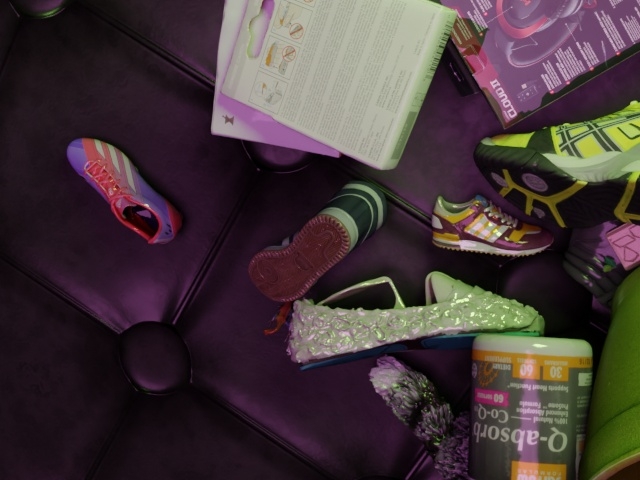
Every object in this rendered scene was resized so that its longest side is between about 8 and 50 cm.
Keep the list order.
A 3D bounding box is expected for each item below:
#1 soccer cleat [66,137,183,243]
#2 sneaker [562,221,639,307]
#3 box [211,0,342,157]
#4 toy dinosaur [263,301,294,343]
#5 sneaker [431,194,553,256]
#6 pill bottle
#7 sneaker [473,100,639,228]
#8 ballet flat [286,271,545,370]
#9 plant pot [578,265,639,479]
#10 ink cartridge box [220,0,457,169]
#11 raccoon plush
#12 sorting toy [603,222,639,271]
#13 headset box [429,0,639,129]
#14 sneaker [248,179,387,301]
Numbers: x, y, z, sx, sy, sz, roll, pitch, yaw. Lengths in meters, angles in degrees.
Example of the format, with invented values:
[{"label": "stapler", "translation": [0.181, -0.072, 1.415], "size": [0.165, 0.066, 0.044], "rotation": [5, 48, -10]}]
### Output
[{"label": "soccer cleat", "translation": [-0.343, -0.087, 1.283], "size": [0.248, 0.095, 0.083], "rotation": [42, 110, 1]}, {"label": "sneaker", "translation": [0.494, 0.051, 1.101], "size": [0.296, 0.104, 0.146], "rotation": [28, 110, 13]}, {"label": "box", "translation": [0.001, -0.250, 1.022], "size": [0.168, 0.345, 0.215], "rotation": [12, 107, 11]}, {"label": "toy dinosaur", "translation": [-0.070, 0.126, 1.271], "size": [0.047, 0.082, 0.090], "rotation": [8, 104, 13]}, {"label": "sneaker", "translation": [0.263, -0.027, 1.154], "size": [0.186, 0.069, 0.083], "rotation": [3, 109, 13]}, {"label": "pill bottle", "translation": [0.282, 0.269, 1.017], "size": [0.162, 0.162, 0.278], "rotation": [1, 83, 14]}, {"label": "sneaker", "translation": [0.386, -0.107, 1.025], "size": [0.385, 0.147, 0.145], "rotation": [14, 155, 46]}, {"label": "ballet flat", "translation": [0.140, 0.116, 1.181], "size": [0.409, 0.147, 0.147], "rotation": [-8, 101, 8]}, {"label": "plant pot", "translation": [0.493, 0.204, 0.926], "size": [0.367, 0.353, 0.366], "rotation": [8, 131, 9]}, {"label": "ink cartridge box", "translation": [0.014, -0.203, 0.832], "size": [0.225, 0.056, 0.181], "rotation": [28, 109, 23]}, {"label": "raccoon plush", "translation": [0.317, 0.291, 1.158], "size": [0.299, 0.216, 0.446], "rotation": [-43, 90, 12]}, {"label": "sorting toy", "translation": [0.429, 0.010, 1.057], "size": [0.083, 0.012, 0.062], "rotation": [-31, 89, 19]}, {"label": "headset box", "translation": [0.306, -0.310, 1.052], "size": [0.293, 0.110, 0.218], "rotation": [-31, 94, 19]}, {"label": "sneaker", "translation": [0.000, 0.000, 1.226], "size": [0.099, 0.153, 0.282], "rotation": [50, 140, -4]}]
